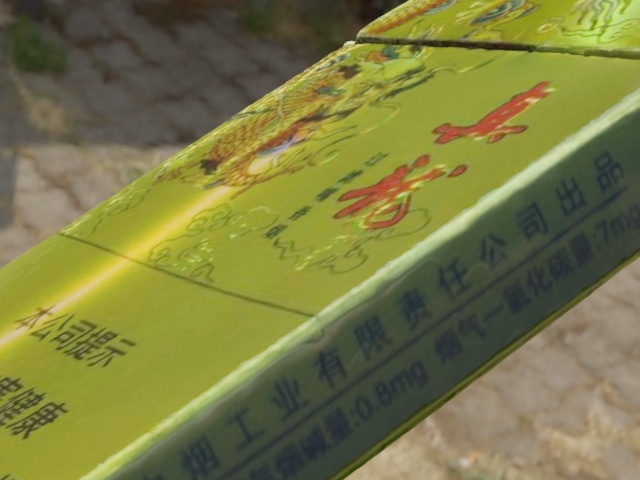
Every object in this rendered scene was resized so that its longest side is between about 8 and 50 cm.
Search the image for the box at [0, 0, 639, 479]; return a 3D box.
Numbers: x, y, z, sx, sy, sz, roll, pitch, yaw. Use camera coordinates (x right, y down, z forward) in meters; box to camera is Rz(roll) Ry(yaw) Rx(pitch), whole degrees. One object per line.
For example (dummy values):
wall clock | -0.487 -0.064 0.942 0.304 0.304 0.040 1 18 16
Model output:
box | 0.000 0.000 0.502 0.311 0.043 0.173 -34 22 -20
